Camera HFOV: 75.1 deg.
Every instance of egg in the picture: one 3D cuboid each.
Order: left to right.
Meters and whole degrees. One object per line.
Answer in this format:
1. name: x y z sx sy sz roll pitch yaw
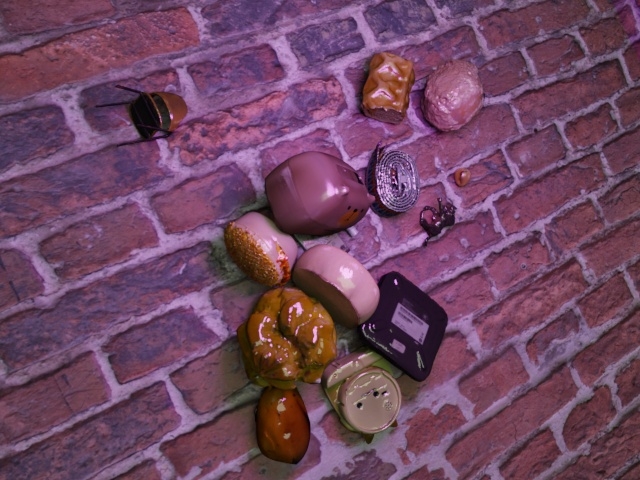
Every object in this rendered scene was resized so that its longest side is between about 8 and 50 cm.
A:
1. egg: 0.574 -0.627 1.818 0.279 0.279 0.310 16 73 -14
2. egg: 0.645 -0.289 1.897 0.071 0.071 0.083 6 100 -16

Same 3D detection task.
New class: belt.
1. belt: 0.305 -0.252 1.743 0.207 0.160 0.295 4 83 -16

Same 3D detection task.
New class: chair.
1. chair: -0.625 -0.453 1.499 0.158 0.172 0.247 63 29 -2

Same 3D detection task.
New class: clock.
1. clock: 0.186 0.611 1.632 0.286 0.117 0.348 -24 91 -17

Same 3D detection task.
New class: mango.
1. mango: -0.137 0.658 1.514 0.201 0.152 0.287 -12 89 -26

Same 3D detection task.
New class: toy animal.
1. toy animal: 0.512 -0.087 1.827 0.148 0.084 0.232 44 71 -9

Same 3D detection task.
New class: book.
1. book: 0.000 0.000 1.695 0.157 0.026 0.231 -39 96 -17

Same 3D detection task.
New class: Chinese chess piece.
1. Chinese chess piece: 0.052 0.169 1.527 0.338 0.338 0.140 47 64 -7

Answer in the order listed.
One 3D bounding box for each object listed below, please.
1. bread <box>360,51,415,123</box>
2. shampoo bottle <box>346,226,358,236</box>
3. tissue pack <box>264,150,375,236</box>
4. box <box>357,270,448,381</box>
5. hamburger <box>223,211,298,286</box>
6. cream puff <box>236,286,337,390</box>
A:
1. bread: 0.287 -0.633 1.764 0.196 0.238 0.252 7 87 20
2. shampoo bottle: 0.086 -0.097 1.723 0.069 0.041 0.190 -43 97 -21
3. tissue pack: 0.008 -0.164 1.485 0.277 0.387 0.267 -28 75 23
4. box: 0.339 0.337 1.667 0.359 0.091 0.350 38 53 -8
5. hamburger: -0.220 0.038 1.496 0.294 0.276 0.179 35 62 9
6. cream puff: -0.126 0.357 1.451 0.378 0.275 0.378 0 90 14
